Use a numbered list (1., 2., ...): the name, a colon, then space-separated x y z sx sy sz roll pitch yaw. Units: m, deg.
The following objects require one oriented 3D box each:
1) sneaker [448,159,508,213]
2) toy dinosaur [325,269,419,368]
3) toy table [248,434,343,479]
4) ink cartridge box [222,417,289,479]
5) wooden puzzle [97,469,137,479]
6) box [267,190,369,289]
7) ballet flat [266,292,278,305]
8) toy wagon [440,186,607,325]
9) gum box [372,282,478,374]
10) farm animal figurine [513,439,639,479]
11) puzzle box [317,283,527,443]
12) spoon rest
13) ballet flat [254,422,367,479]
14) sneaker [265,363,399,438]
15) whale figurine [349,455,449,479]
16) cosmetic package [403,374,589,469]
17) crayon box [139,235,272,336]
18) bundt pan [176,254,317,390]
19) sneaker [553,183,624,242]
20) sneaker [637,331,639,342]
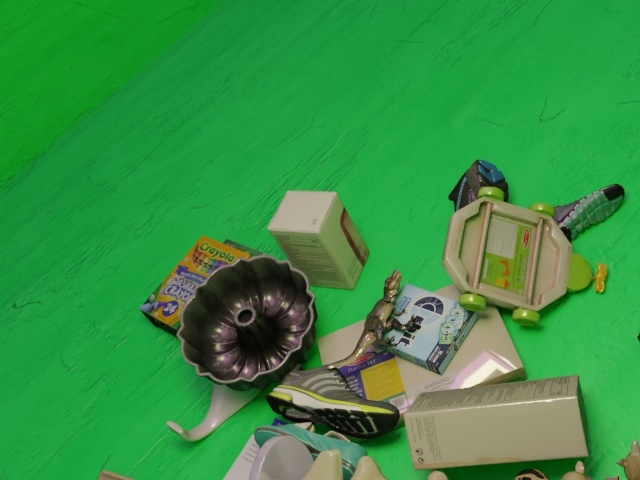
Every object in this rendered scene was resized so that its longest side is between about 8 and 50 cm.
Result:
1. sneaker: 0.391 -0.019 1.772 0.139 0.125 0.341 -46 39 43
2. toy dinosaur: 0.130 0.182 1.607 0.118 0.064 0.268 10 54 44
3. toy table: -0.021 0.500 1.385 0.161 0.274 0.252 -10 3 45
4. ink cartridge box: -0.084 0.490 1.587 0.223 0.045 0.224 14 58 38
5. wooden puzzle: -0.469 0.633 1.669 0.221 0.044 0.239 5 53 32
6. box: 0.000 0.000 1.864 0.148 0.232 0.127 4 53 32
7. ballet flat: -0.126 0.149 1.908 0.221 0.079 0.077 21 62 40
8. toy wagon: 0.432 0.045 1.615 0.344 0.068 0.267 16 70 -5
9. gum box: 0.218 0.185 1.633 0.184 0.041 0.157 18 60 40
10. farm animal figurine: 0.477 0.406 1.173 0.330 0.172 0.327 -13 14 6
11. puzzle box: 0.203 0.252 1.647 0.409 0.052 0.272 -23 43 9
12. spoon rest: -0.230 0.366 1.778 0.137 0.084 0.276 22 50 40
13. ballet flat: -0.013 0.416 1.541 0.247 0.083 0.087 13 33 28
14. sneaker: 0.030 0.317 1.570 0.300 0.111 0.121 7 51 32
15. whale figurine: 0.156 0.499 1.332 0.272 0.141 0.216 30 55 13
16. cosmetic package: 0.325 0.334 1.405 0.309 0.160 0.113 -10 91 21
17. crayon box: -0.304 0.113 2.039 0.203 0.083 0.323 19 61 40
18. bundt pan: -0.152 0.201 1.751 0.331 0.124 0.331 -10 53 14
19. sneaker: 0.573 -0.071 1.725 0.223 0.083 0.098 -34 38 -2
20. sneaker: 0.681 0.171 1.450 0.152 0.058 0.084 -28 51 12
